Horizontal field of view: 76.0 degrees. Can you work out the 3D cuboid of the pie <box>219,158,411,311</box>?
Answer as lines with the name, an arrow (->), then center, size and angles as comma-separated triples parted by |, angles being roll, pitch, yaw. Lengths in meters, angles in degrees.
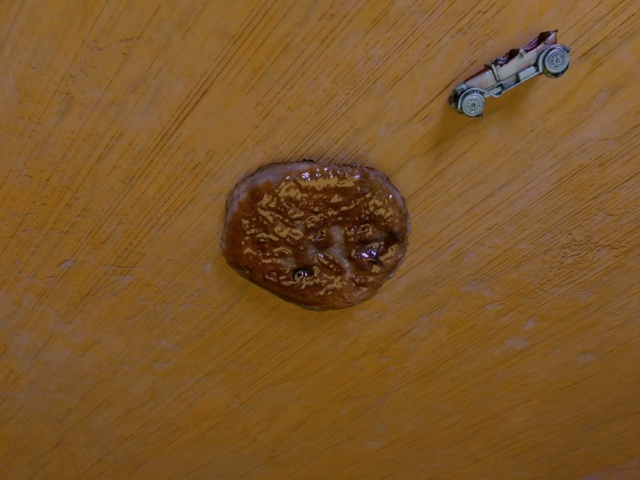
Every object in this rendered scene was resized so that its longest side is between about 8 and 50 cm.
pie -> 0.000, 0.000, 0.667 | 0.314, 0.092, 0.316 | -1, 126, -2

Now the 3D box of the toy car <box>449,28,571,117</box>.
toy car -> 0.238, -0.212, 0.531 | 0.143, 0.073, 0.054 | -25, 110, 15
